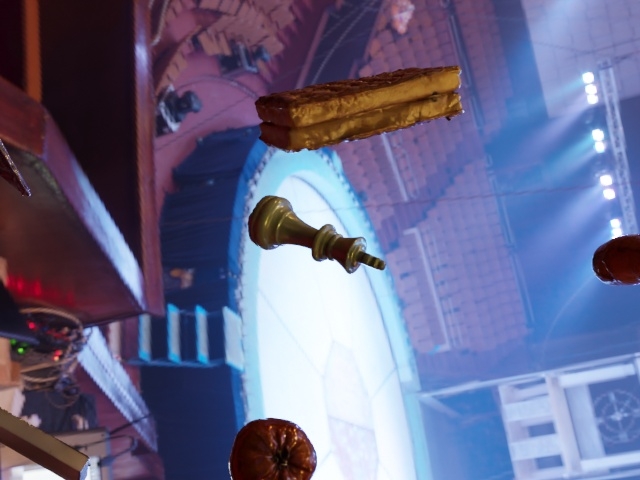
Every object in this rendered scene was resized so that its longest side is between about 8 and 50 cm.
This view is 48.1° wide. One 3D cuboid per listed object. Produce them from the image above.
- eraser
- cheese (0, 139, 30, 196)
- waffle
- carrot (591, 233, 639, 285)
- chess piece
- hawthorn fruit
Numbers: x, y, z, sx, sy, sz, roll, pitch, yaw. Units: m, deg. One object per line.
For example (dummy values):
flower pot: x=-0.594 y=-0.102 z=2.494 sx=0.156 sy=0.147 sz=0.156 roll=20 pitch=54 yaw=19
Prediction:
eraser: x=-0.366 y=0.262 z=0.918 sx=0.023 sy=0.150 sz=0.104 roll=-60 pitch=-179 yaw=-34
cheese: x=-0.395 y=-0.106 z=0.823 sx=0.042 sy=0.191 sz=0.105 roll=-40 pitch=132 yaw=-28
waffle: x=0.057 y=-0.224 z=1.204 sx=0.213 sy=0.308 sz=0.091 roll=-148 pitch=-133 yaw=-67
carrot: x=0.508 y=0.028 z=1.120 sx=0.193 sy=0.087 sz=0.087 roll=158 pitch=-80 yaw=-70
chess piece: x=0.000 y=0.000 z=0.721 sx=0.059 sy=0.149 sz=0.059 roll=-38 pitch=138 yaw=-44
hawthorn fruit: x=-0.076 y=0.310 z=1.002 sx=0.125 sy=0.140 sz=0.125 roll=18 pitch=67 yaw=-50
